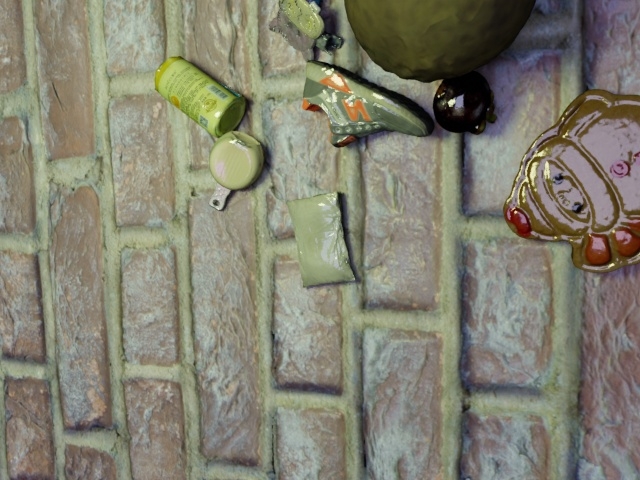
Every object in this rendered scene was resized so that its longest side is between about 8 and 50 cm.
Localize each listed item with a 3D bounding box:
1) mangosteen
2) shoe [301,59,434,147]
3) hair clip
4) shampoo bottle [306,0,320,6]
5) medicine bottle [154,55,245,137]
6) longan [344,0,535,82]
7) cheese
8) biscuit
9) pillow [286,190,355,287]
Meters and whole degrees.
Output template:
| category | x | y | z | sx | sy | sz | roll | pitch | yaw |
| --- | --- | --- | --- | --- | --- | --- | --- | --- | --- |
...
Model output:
| category | x | y | z | sx | sy | sz | roll | pitch | yaw |
| --- | --- | --- | --- | --- | --- | --- | --- | --- | --- |
| mangosteen | 0.318 | -0.292 | 1.340 | 0.151 | 0.137 | 0.137 | 25 | 108 | -18 |
| shoe | 0.088 | -0.281 | 1.429 | 0.336 | 0.132 | 0.171 | 30 | 111 | 18 |
| hair clip | -0.037 | -0.507 | 1.471 | 0.187 | 0.056 | 0.146 | 36 | 143 | 4 |
| shampoo bottle | -0.021 | -0.646 | 1.466 | 0.087 | 0.050 | 0.183 | 20 | 104 | 21 |
| medicine bottle | -0.313 | -0.370 | 1.582 | 0.239 | 0.124 | 0.124 | 38 | 108 | 15 |
| longan | 0.224 | -0.504 | 1.203 | 0.391 | 0.391 | 0.391 | 3 | 97 | 22 |
| cheese | -0.232 | -0.170 | 1.593 | 0.137 | 0.064 | 0.227 | 30 | 120 | 0 |
| biscuit | 0.567 | -0.113 | 1.286 | 0.381 | 0.074 | 0.359 | -30 | 83 | 19 |
| pillow | 0.000 | 0.000 | 1.536 | 0.148 | 0.050 | 0.229 | -7 | 93 | 29 |
